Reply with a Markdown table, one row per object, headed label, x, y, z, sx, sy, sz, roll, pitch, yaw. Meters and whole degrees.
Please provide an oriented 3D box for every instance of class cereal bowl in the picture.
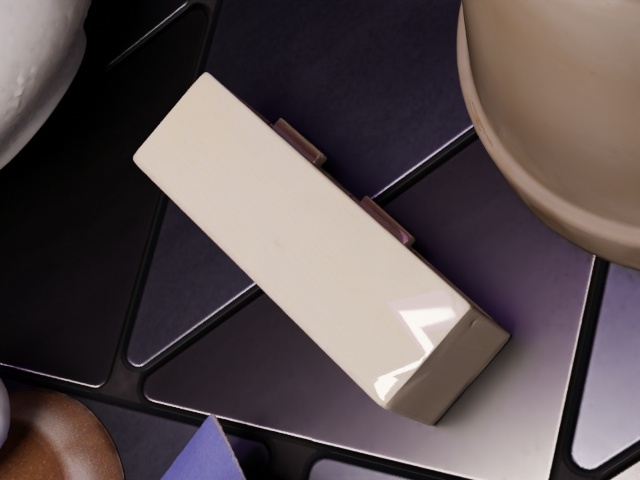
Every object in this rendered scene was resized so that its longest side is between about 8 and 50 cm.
| label | x | y | z | sx | sy | sz | roll | pitch | yaw |
| --- | --- | --- | --- | --- | --- | --- | --- | --- | --- |
| cereal bowl | -0.290 | -0.145 | 0.937 | 0.339 | 0.141 | 0.339 | -36 | 31 | 26 |

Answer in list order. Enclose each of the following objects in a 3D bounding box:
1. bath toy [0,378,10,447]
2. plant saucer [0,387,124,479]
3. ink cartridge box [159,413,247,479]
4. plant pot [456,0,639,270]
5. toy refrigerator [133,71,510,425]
| label | x | y | z | sx | sy | sz | roll | pitch | yaw |
| --- | --- | --- | --- | --- | --- | --- | --- | --- | --- |
| bath toy | -0.359 | 0.089 | 0.930 | 0.348 | 0.151 | 0.129 | 30 | 119 | 36 |
| plant saucer | -0.242 | 0.210 | 0.909 | 0.199 | 0.036 | 0.198 | -7 | 73 | 22 |
| ink cartridge box | -0.114 | 0.310 | 0.726 | 0.303 | 0.072 | 0.307 | -53 | 45 | 15 |
| plant pot | 0.205 | -0.163 | 0.680 | 0.323 | 0.280 | 0.323 | -6 | 74 | 23 |
| toy refrigerator | 0.000 | 0.000 | 0.823 | 0.269 | 0.102 | 0.094 | 42 | 94 | 29 |
